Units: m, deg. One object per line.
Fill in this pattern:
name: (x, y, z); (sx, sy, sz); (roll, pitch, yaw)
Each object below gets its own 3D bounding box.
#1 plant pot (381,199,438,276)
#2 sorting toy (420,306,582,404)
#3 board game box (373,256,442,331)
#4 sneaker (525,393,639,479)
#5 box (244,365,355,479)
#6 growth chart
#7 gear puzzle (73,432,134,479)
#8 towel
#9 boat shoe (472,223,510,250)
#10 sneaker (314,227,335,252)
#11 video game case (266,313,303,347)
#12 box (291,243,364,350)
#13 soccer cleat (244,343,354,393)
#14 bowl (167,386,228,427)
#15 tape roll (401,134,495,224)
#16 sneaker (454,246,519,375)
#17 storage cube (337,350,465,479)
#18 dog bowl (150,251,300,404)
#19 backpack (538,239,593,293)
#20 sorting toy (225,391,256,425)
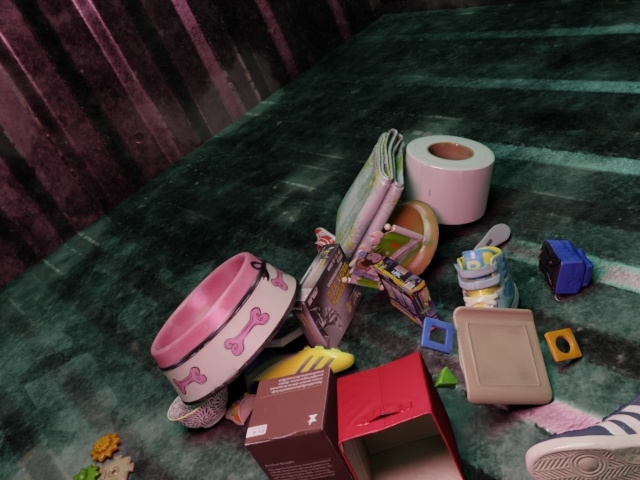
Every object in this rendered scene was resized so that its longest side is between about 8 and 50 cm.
plant pot: (0.218, -0.001, 1.868); (0.236, 0.032, 0.236); (-24, 57, 44)
sorting toy: (0.360, 0.234, 1.389); (0.348, 0.047, 0.196); (4, 61, -13)
board game box: (0.214, 0.130, 1.692); (0.048, 0.141, 0.170); (-36, 32, -11)
sneaker: (0.522, 0.331, 1.175); (0.350, 0.131, 0.148); (-12, 26, 13)
box: (-0.024, 0.397, 1.404); (0.168, 0.203, 0.167); (-15, 31, 18)
growth chart: (0.156, 0.045, 1.754); (0.237, 0.172, 0.021); (-52, 44, 36)
gear puzzle: (-0.541, 0.588, 1.667); (0.175, 0.044, 0.339); (-21, 30, 10)
towel: (0.130, -0.102, 1.971); (0.090, 0.374, 0.320); (22, 34, -7)
boat shoe: (0.441, 0.005, 1.808); (0.142, 0.049, 0.040); (-37, -7, -27)
sneaker: (0.000, 0.000, 2.160); (0.067, 0.042, 0.118); (-34, 33, -19)
video game case: (-0.108, 0.235, 1.809); (0.183, 0.023, 0.201); (-9, 10, 38)
box: (0.019, 0.149, 1.775); (0.056, 0.183, 0.231); (-5, 36, 35)
soccer cleat: (-0.052, 0.322, 1.685); (0.289, 0.093, 0.121); (-9, 65, 21)
bowl: (-0.284, 0.406, 1.698); (0.170, 0.080, 0.170); (-32, 17, 10)
tape roll: (0.355, -0.175, 1.946); (0.246, 0.169, 0.246); (2, 30, -1)
sneaker: (0.346, 0.142, 1.507); (0.127, 0.208, 0.319); (-9, 35, 26)
storage cube: (0.148, 0.364, 1.323); (0.184, 0.215, 0.193); (-21, 24, 10)
dog bowl: (-0.246, 0.196, 1.697); (0.408, 0.150, 0.408); (-41, 14, 13)
backpack: (0.559, 0.057, 1.589); (0.101, 0.098, 0.120); (2, 29, -9)
sorting toy: (-0.201, 0.410, 1.694); (0.075, 0.045, 0.083); (-25, 24, 44)
